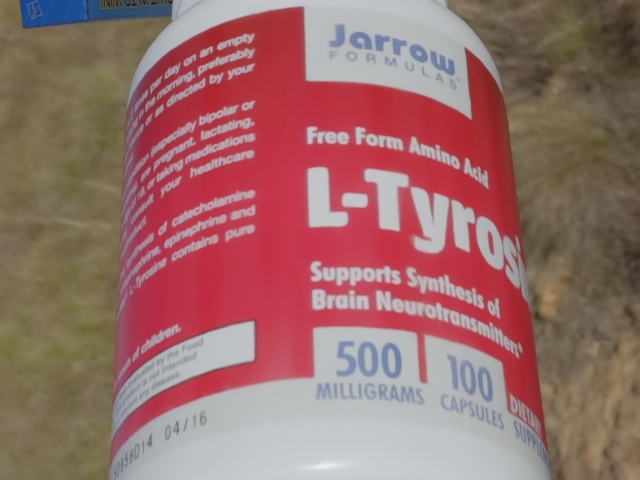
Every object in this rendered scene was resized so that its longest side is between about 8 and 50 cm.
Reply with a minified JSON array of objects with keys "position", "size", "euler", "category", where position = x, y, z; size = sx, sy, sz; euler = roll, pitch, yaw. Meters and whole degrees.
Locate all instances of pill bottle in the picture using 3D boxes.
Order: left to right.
[{"position":[0.000,0.000,0.903],"size":[0.229,0.229,0.408],"euler":[-45,38,46],"category":"pill bottle"}]

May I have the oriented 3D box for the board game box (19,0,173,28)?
[{"position":[-0.205,-0.383,1.669],"size":[0.086,0.308,0.302],"euler":[-2,98,29],"category":"board game box"}]
